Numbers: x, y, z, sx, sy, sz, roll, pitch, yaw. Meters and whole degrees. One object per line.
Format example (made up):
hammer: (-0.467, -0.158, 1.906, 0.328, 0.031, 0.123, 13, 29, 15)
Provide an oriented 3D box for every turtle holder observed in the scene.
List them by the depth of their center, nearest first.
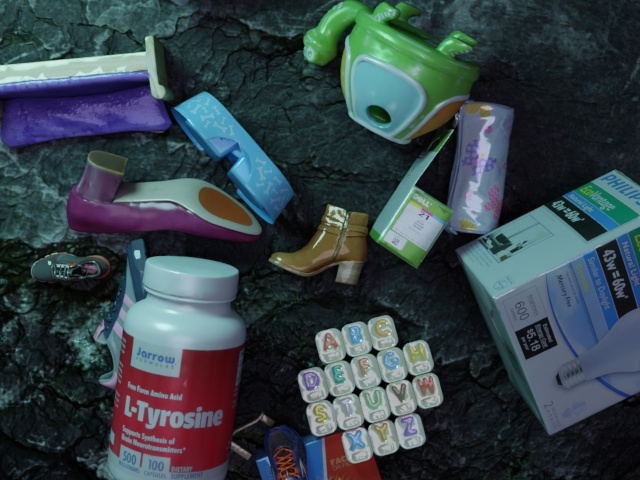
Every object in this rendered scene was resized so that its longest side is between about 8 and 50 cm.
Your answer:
turtle holder: (0.129, -0.326, 1.596, 0.320, 0.243, 0.227, 20, 113, -14)

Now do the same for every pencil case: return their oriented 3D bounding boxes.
pencil case: (0.313, -0.146, 1.681, 0.124, 0.113, 0.273, -3, 102, -39)

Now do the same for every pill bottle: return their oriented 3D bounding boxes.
pill bottle: (-0.263, 0.244, 1.573, 0.229, 0.229, 0.408, 8, 98, -4)

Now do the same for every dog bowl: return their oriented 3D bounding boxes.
dog bowl: (-0.165, -0.165, 1.644, 0.074, 0.166, 0.297, -42, 97, -9)

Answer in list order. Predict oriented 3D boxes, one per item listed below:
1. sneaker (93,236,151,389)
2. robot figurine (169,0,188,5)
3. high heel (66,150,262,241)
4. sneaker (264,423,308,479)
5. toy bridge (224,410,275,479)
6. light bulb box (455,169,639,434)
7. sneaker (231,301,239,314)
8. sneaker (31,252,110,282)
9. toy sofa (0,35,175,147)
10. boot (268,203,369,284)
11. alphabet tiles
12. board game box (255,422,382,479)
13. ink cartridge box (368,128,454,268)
sneaker: (-0.393, 0.153, 1.690, 0.131, 0.112, 0.319, -2, 96, -5)
robot figurine: (-0.224, -0.619, 1.560, 0.300, 0.200, 0.353, 31, 94, 9)
high heel: (-0.315, -0.041, 1.696, 0.377, 0.127, 0.181, 23, 124, -9)
sneaker: (-0.058, 0.474, 1.691, 0.083, 0.087, 0.221, -17, 97, -1)
toy bridge: (-0.174, 0.438, 1.778, 0.063, 0.026, 0.188, 36, 94, -4)
light bulb box: (0.509, 0.117, 1.629, 0.361, 0.225, 0.358, -27, 116, 1)
sneaker: (-0.222, 0.250, 1.716, 0.106, 0.101, 0.267, 7, 96, -1)
sneaker: (-0.508, 0.056, 1.696, 0.157, 0.065, 0.061, -6, 97, -2)
toy sofa: (-0.470, -0.281, 1.615, 0.362, 0.150, 0.177, -6, 96, -2)
boot: (0.000, 0.000, 1.716, 0.197, 0.073, 0.152, 10, 93, -10)
alphabet tiles: (0.103, 0.305, 1.735, 0.284, 0.021, 0.278, -14, 80, -4)
board game box: (0.024, 0.561, 1.782, 0.242, 0.064, 0.317, -18, 97, 0)
ink cartridge box: (0.208, -0.086, 1.650, 0.097, 0.189, 0.255, 33, 94, -5)
